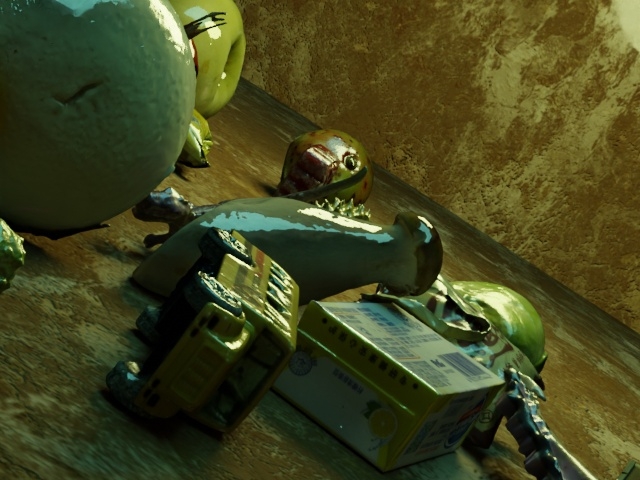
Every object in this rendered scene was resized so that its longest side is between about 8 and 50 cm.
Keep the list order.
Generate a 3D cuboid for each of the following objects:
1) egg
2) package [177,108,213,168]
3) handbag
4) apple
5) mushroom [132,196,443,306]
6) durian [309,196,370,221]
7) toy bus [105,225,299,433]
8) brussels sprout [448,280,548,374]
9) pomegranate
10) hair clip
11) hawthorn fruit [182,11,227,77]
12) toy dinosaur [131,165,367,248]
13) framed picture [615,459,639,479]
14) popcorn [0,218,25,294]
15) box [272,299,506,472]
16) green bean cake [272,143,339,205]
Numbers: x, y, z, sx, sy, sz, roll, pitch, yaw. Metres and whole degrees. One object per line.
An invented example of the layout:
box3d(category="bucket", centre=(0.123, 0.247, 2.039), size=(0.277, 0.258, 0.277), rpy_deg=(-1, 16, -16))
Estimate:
box3d(category="egg", centre=(-0.257, -0.188, 1.488), size=(0.337, 0.337, 0.201), rpy_deg=(31, -31, -6))
box3d(category="package", centre=(-0.253, -0.188, 2.284), size=(0.226, 0.090, 0.168), rpy_deg=(33, 11, -8))
box3d(category="handbag", centre=(0.148, 0.129, 1.797), size=(0.235, 0.127, 0.213), rpy_deg=(44, 33, 8))
box3d(category="apple", centre=(-0.246, -0.316, 2.502), size=(0.262, 0.262, 0.262), rpy_deg=(31, 9, -6))
box3d(category="mushroom", centre=(-0.034, 0.016, 1.634), size=(0.350, 0.128, 0.128), rpy_deg=(0, 22, -21))
box3d(category="durian", centre=(0.000, 0.000, 1.948), size=(0.102, 0.146, 0.208), rpy_deg=(48, 8, 18))
box3d(category="toy bus", centre=(-0.089, 0.080, 1.342), size=(0.123, 0.121, 0.335), rpy_deg=(38, 8, -6))
box3d(category="brussels sprout", centre=(0.230, 0.130, 2.101), size=(0.145, 0.131, 0.183), rpy_deg=(-12, 40, -45))
box3d(category="pomegranate", centre=(-0.002, -0.109, 2.569), size=(0.159, 0.159, 0.205), rpy_deg=(28, -16, -25))
box3d(category="hair clip", centre=(0.253, 0.234, 1.638), size=(0.106, 0.084, 0.292), rpy_deg=(48, 8, -38))
box3d(category="hawthorn fruit", centre=(-0.239, -0.209, 1.857), size=(0.211, 0.299, 0.211), rpy_deg=(47, 24, -28))
box3d(category="toy dinosaur", centre=(-0.089, -0.022, 1.727), size=(0.251, 0.072, 0.200), rpy_deg=(5, -23, -8))
box3d(category="framed picture", centre=(0.517, 0.384, 2.015), size=(0.281, 0.019, 0.209), rpy_deg=(35, 9, 16))
box3d(category="popcorn", centre=(-0.282, 0.012, 1.250), size=(0.083, 0.068, 0.059), rpy_deg=(-9, 18, -24))
box3d(category="box", centre=(0.071, 0.144, 1.576), size=(0.168, 0.097, 0.265), rpy_deg=(35, 9, 17))
box3d(category="green bean cake", centre=(-0.026, -0.077, 2.304), size=(0.056, 0.135, 0.136), rpy_deg=(36, 10, 3))
